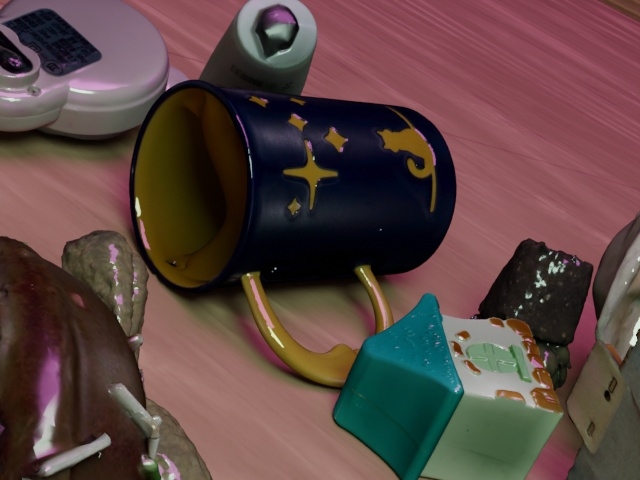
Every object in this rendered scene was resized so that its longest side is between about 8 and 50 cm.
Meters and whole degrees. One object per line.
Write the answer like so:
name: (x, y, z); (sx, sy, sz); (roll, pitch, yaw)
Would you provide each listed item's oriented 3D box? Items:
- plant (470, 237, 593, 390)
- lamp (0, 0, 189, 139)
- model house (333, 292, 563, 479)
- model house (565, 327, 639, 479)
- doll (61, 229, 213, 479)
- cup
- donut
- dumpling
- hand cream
plant: (0.181, 0.072, 0.985); (0.094, 0.143, 0.092); (18, 6, -17)
lamp: (-0.257, -0.161, 1.094); (0.179, 0.108, 0.246); (40, 40, 22)
model house: (0.093, 0.118, 0.876); (0.149, 0.100, 0.127); (13, 29, -14)
model house: (0.305, 0.143, 0.790); (0.206, 0.271, 0.178); (-5, 42, -18)
doll: (-0.092, 0.128, 0.612); (0.091, 0.286, 0.202); (-14, -2, -13)
cup: (-0.014, -0.004, 0.998); (0.256, 0.255, 0.178); (0, -2, -40)
donut: (-0.173, 0.126, 0.520); (0.103, 0.270, 0.270); (23, 23, -36)
dumpling: (0.329, 0.093, 0.983); (0.243, 0.175, 0.227); (32, 62, -8)
hand cream: (-0.070, -0.142, 1.073); (0.109, 0.321, 0.067); (17, 73, -9)
